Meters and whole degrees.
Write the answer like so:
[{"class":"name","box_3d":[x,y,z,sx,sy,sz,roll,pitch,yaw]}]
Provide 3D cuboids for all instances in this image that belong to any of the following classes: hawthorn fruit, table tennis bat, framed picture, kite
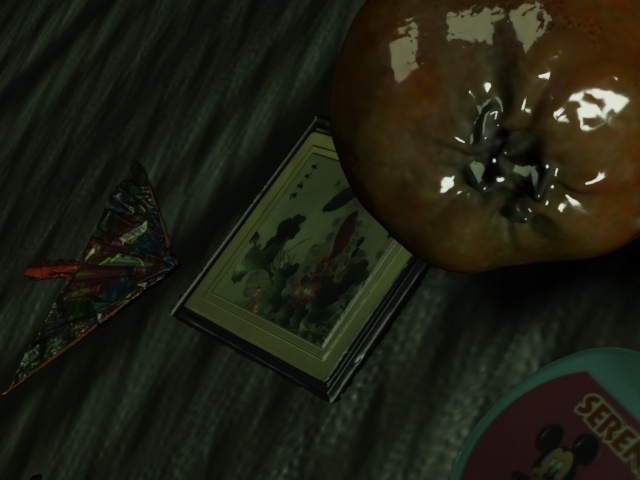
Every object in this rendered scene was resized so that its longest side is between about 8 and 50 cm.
[{"class":"hawthorn fruit","box_3d":[0.111,-0.100,0.653,0.199,0.199,0.251,-22,31,25]},{"class":"table tennis bat","box_3d":[0.159,0.095,0.545,0.244,0.040,0.153,-45,38,6]},{"class":"framed picture","box_3d":[0.000,0.000,0.781,0.199,0.010,0.195,21,71,48]},{"class":"kite","box_3d":[-0.186,0.026,0.917,0.189,0.009,0.232,-1,56,40]}]

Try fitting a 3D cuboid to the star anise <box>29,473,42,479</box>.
[{"class":"star anise","box_3d":[-0.131,0.217,0.571,0.220,0.190,0.126,-2,6,-10]}]
